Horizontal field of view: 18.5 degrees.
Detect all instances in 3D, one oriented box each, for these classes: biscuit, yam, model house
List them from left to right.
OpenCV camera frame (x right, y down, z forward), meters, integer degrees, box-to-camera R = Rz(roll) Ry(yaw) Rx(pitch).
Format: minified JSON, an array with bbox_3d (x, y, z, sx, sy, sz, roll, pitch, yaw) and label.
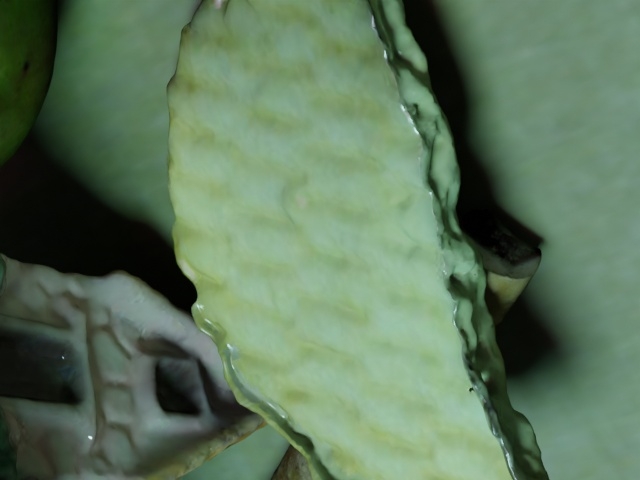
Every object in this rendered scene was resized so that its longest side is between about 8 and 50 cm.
[{"bbox_3d":[-0.140,0.133,0.925,0.202,0.237,0.237,-31,61,37],"label":"model house"},{"bbox_3d":[0.000,0.000,0.863,0.187,0.036,0.273,-9,99,47],"label":"biscuit"},{"bbox_3d":[0.011,0.104,0.951,0.045,0.045,0.327,24,132,-10],"label":"yam"}]

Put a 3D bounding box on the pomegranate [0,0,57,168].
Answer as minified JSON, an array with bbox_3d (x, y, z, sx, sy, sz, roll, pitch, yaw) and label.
[{"bbox_3d":[-0.226,-0.108,0.896,0.225,0.187,0.187,39,137,40],"label":"pomegranate"}]
